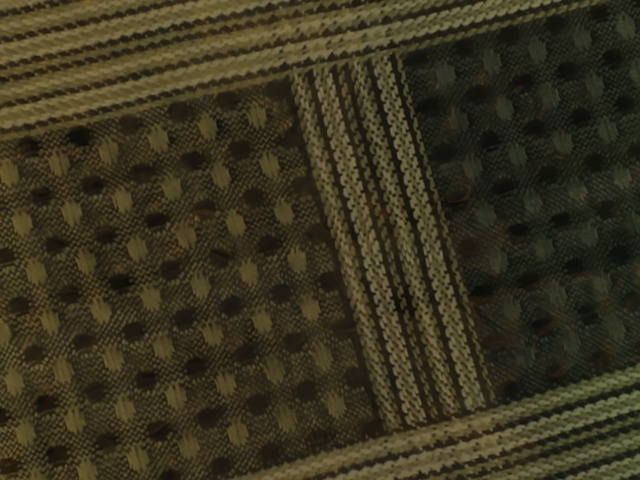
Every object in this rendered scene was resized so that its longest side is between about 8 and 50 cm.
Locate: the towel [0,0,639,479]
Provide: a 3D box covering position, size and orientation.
[{"bbox_3d":[0.000,0.000,0.673,0.324,0.056,0.312,-14,-93,-13],"label":"towel"}]
